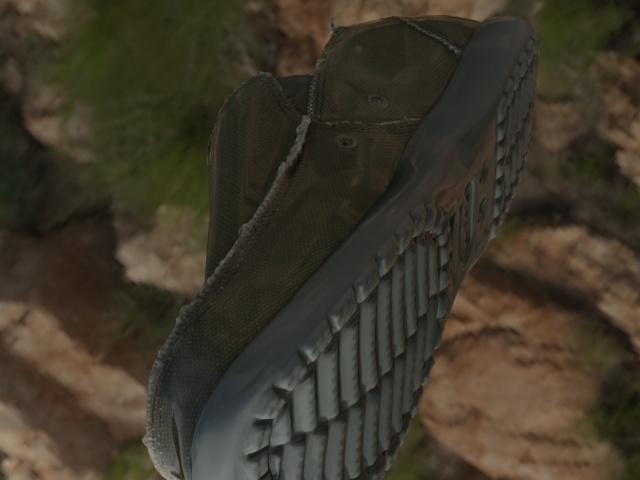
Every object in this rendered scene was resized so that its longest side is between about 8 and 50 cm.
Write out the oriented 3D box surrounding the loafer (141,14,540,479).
[{"bbox_3d":[0.000,0.000,0.561,0.087,0.251,0.094,13,124,17],"label":"loafer"}]
